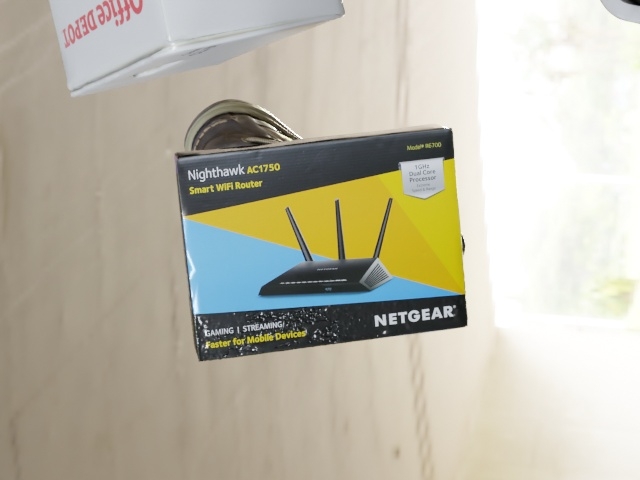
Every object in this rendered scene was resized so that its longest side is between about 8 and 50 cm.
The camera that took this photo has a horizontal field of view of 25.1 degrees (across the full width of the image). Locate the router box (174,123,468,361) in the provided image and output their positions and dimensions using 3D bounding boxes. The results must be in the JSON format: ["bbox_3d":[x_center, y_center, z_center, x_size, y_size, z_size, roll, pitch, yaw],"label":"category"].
[{"bbox_3d":[0.000,0.000,0.931,0.046,0.179,0.133,-138,41,-77],"label":"router box"}]

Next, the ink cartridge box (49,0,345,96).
[{"bbox_3d":[-0.141,-0.332,1.174,0.279,0.160,0.385,-4,98,65],"label":"ink cartridge box"}]

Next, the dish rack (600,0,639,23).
[{"bbox_3d":[0.465,-0.338,1.476,0.072,0.333,0.285,4,-76,-51],"label":"dish rack"}]

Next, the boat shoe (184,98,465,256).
[{"bbox_3d":[0.007,-0.030,1.621,0.132,0.355,0.130,-60,18,21],"label":"boat shoe"}]
